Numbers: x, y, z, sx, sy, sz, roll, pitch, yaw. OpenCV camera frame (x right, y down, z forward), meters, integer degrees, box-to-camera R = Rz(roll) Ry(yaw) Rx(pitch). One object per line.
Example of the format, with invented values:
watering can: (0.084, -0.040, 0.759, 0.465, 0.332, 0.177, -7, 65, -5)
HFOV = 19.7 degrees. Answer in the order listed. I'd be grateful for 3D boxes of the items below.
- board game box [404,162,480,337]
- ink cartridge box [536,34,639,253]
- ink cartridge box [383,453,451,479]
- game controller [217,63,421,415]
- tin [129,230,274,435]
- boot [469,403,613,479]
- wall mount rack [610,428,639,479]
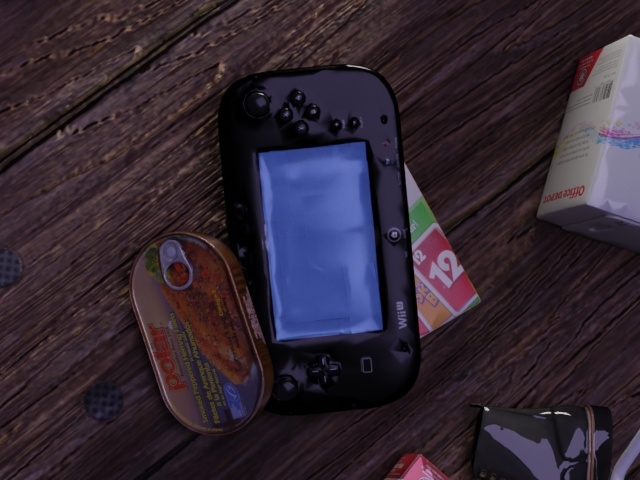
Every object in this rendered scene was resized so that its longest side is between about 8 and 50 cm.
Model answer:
board game box: (0.038, -0.023, 1.758, 0.124, 0.039, 0.259, -30, 90, -16)
ink cartridge box: (0.308, -0.088, 1.790, 0.127, 0.128, 0.176, 19, 81, -14)
ink cartridge box: (0.080, 0.282, 1.726, 0.099, 0.056, 0.135, 42, 75, -8)
game controller: (0.000, 0.000, 1.692, 0.166, 0.067, 0.319, -5, 96, 6)
tin: (-0.108, 0.083, 1.677, 0.106, 0.040, 0.189, -17, 90, 18)
boot: (0.202, 0.253, 1.767, 0.137, 0.077, 0.198, 6, 80, -3)
wall mount rack: (0.379, 0.259, 1.730, 0.350, 0.130, 0.304, 15, 77, -34)
